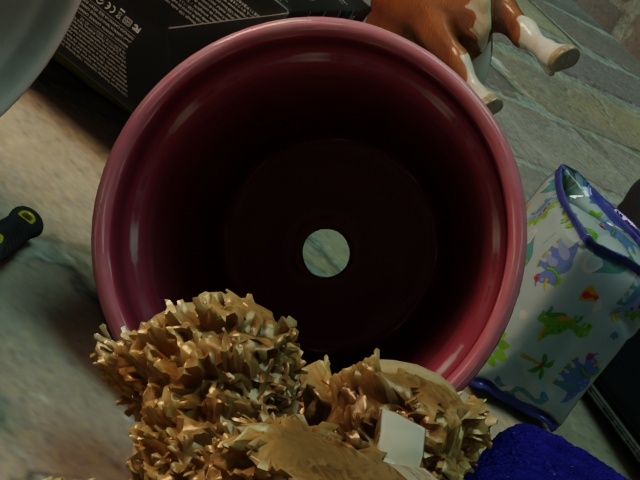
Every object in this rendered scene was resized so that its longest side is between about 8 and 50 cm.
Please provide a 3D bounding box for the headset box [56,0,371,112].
[{"bbox_3d":[-0.099,-0.174,1.155,0.218,0.110,0.293,39,14,4],"label":"headset box"}]

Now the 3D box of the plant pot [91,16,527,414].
[{"bbox_3d":[0.000,0.000,0.885,0.201,0.201,0.180,39,2,4],"label":"plant pot"}]

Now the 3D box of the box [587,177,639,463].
[{"bbox_3d":[0.479,0.154,1.201,0.480,0.297,0.472,28,15,-28],"label":"box"}]

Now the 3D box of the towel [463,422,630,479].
[{"bbox_3d":[0.151,0.196,0.842,0.228,0.076,0.308,40,17,5],"label":"towel"}]

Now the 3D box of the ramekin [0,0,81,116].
[{"bbox_3d":[-0.211,-0.138,0.790,0.109,0.207,0.207,37,15,31],"label":"ramekin"}]

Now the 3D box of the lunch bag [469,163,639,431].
[{"bbox_3d":[0.148,0.030,1.169,0.096,0.129,0.151,31,16,-23],"label":"lunch bag"}]

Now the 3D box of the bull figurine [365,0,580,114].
[{"bbox_3d":[0.086,-0.140,1.280,0.101,0.310,0.188,-20,58,-19],"label":"bull figurine"}]

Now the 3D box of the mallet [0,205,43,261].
[{"bbox_3d":[-0.148,0.015,0.794,0.062,0.039,0.190,38,13,5],"label":"mallet"}]

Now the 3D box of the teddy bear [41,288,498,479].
[{"bbox_3d":[0.004,0.136,0.638,0.245,0.113,0.338,13,27,-35],"label":"teddy bear"}]

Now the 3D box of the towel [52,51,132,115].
[{"bbox_3d":[-0.148,-0.126,1.171,0.237,0.021,0.102,35,17,-7],"label":"towel"}]
